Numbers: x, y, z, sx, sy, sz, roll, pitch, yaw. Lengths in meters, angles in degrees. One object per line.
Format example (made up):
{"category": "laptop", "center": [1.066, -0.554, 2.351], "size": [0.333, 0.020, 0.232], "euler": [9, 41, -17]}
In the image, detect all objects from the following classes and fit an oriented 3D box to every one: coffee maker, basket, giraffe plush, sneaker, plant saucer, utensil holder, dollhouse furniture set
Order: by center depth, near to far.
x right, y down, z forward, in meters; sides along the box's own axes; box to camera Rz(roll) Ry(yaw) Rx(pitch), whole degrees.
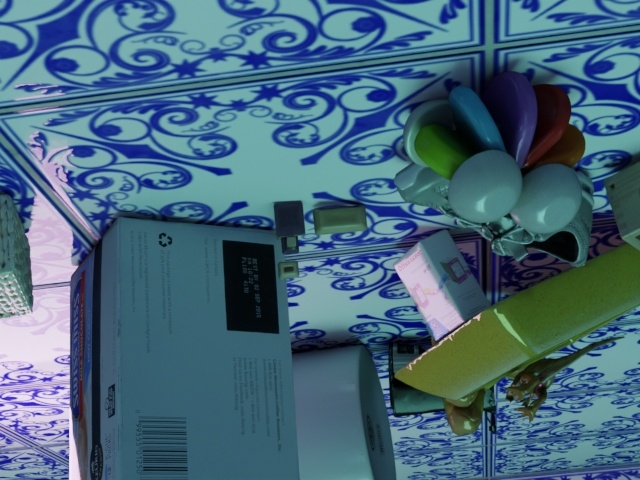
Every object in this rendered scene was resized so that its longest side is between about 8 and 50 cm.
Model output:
{"category": "sneaker", "center": [0.211, -0.036, 1.320], "size": [0.281, 0.115, 0.105], "euler": [8, 155, -30]}
{"category": "basket", "center": [-0.398, 0.022, 1.361], "size": [0.103, 0.113, 0.167], "euler": [-6, 159, -8]}
{"category": "dollhouse furniture set", "center": [0.000, 0.000, 1.441], "size": [0.114, 0.090, 0.081], "euler": [-5, 174, -5]}
{"category": "plant saucer", "center": [0.307, 0.115, 1.607], "size": [0.333, 0.081, 0.332], "euler": [-22, 167, -26]}
{"category": "giraffe plush", "center": [0.267, 0.192, 1.831], "size": [0.171, 0.181, 0.210], "euler": [-13, -160, 2]}
{"category": "coffee maker", "center": [0.207, 0.253, 1.991], "size": [0.178, 0.171, 0.120], "euler": [-5, 175, 7]}
{"category": "utensil holder", "center": [-0.087, 0.357, 1.998], "size": [0.386, 0.327, 0.327], "euler": [-11, 158, 11]}

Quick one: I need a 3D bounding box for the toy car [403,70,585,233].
{"category": "toy car", "center": [0.182, -0.100, 1.152], "size": [0.182, 0.159, 0.136], "euler": [9, 121, -29]}

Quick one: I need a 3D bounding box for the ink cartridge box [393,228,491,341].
{"category": "ink cartridge box", "center": [0.159, 0.059, 1.535], "size": [0.052, 0.122, 0.088], "euler": [-21, 167, -30]}

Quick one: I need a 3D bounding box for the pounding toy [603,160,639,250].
{"category": "pounding toy", "center": [0.434, -0.073, 1.319], "size": [0.206, 0.094, 0.181], "euler": [-30, 144, 31]}

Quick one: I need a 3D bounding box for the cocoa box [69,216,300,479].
{"category": "cocoa box", "center": [-0.180, 0.175, 1.469], "size": [0.232, 0.347, 0.228], "euler": [6, 157, -26]}

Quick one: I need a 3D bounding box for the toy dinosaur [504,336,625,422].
{"category": "toy dinosaur", "center": [0.305, 0.181, 1.592], "size": [0.064, 0.112, 0.211], "euler": [43, 145, -7]}
